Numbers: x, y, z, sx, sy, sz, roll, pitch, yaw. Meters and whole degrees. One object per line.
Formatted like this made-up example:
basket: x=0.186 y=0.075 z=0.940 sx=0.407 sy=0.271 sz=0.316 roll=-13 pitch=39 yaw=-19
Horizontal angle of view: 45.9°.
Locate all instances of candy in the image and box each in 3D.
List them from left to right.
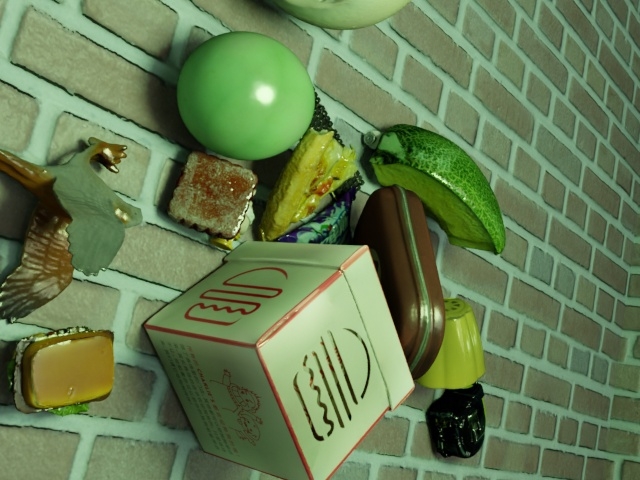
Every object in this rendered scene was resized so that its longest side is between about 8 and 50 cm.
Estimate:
candy: x=0.000 y=0.000 z=1.594 sx=0.275 sy=0.070 sz=0.145 roll=-38 pitch=132 yaw=-43

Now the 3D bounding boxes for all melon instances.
melon: x=0.271 y=-0.136 z=1.781 sx=0.343 sy=0.226 sz=0.331 roll=50 pitch=20 yaw=-51

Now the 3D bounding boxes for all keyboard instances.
keyboard: x=0.006 y=-0.217 z=1.623 sx=0.106 sy=0.027 sz=0.317 roll=-54 pitch=129 yaw=-32

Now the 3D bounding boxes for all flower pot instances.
flower pot: x=0.304 y=0.241 z=1.848 sx=0.195 sy=0.195 sz=0.179 roll=-27 pitch=120 yaw=-45

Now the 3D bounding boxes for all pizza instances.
pizza: x=0.008 y=-0.135 z=1.500 sx=0.288 sy=0.075 sz=0.280 roll=-34 pitch=157 yaw=-48

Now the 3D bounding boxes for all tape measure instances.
tape measure: x=0.379 y=0.487 z=2.025 sx=0.199 sy=0.112 sz=0.186 roll=-34 pitch=119 yaw=-42

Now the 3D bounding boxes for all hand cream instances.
hand cream: x=0.169 y=-0.232 z=1.799 sx=0.194 sy=0.042 sz=0.067 roll=-1 pitch=88 yaw=-53

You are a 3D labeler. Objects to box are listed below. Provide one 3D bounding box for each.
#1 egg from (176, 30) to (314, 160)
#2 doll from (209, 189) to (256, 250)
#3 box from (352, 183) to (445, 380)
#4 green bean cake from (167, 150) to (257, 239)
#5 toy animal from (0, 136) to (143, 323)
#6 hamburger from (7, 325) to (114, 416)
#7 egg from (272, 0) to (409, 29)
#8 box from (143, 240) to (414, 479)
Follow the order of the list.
egg: x=-0.126 y=-0.251 z=1.321 sx=0.270 sy=0.220 sz=0.220 roll=-12 pitch=101 yaw=-58
doll: x=-0.167 y=-0.051 z=1.397 sx=0.084 sy=0.073 sz=0.127 roll=32 pitch=71 yaw=-33
box: x=0.149 y=0.082 z=1.526 sx=0.108 sy=0.263 sz=0.404 roll=3 pitch=50 yaw=-14
green bean cake: x=-0.192 y=-0.078 z=1.336 sx=0.135 sy=0.056 sz=0.135 roll=22 pitch=76 yaw=-11
toy animal: x=-0.417 y=-0.074 z=1.106 sx=0.284 sy=0.225 sz=0.302 roll=48 pitch=42 yaw=-15
hamburger: x=-0.392 y=0.197 z=1.137 sx=0.166 sy=0.087 sz=0.137 roll=1 pitch=92 yaw=-48
egg: x=0.057 y=-0.571 z=1.447 sx=0.340 sy=0.355 sz=0.354 roll=-8 pitch=98 yaw=-72
box: x=-0.068 y=0.204 z=1.342 sx=0.300 sy=0.312 sz=0.314 roll=-39 pitch=119 yaw=-39
